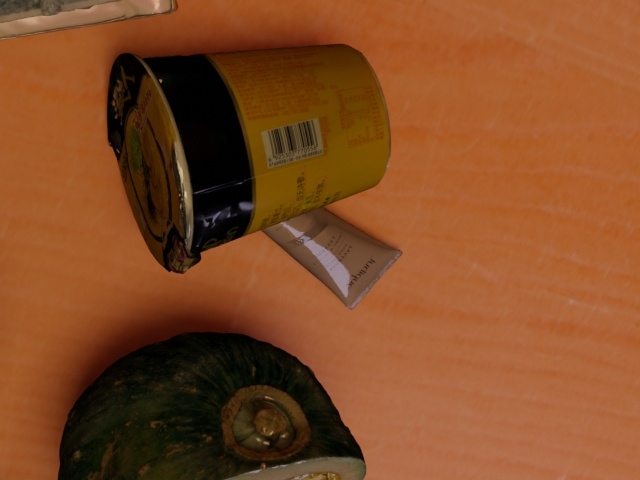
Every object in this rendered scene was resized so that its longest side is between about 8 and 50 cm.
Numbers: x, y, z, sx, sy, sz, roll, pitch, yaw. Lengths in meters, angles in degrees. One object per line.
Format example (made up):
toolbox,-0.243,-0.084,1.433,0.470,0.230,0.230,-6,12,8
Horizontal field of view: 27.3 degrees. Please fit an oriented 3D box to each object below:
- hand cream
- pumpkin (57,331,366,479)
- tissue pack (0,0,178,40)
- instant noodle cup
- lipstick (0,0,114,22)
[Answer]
hand cream,0.000,0.000,1.408,0.186,0.054,0.087,36,99,-32
pumpkin,-0.126,0.208,1.351,0.293,0.197,0.263,-6,147,-25
tissue pack,-0.235,-0.308,1.176,0.185,0.124,0.225,-12,113,-14
instant noodle cup,-0.066,-0.097,1.275,0.236,0.215,0.215,-14,113,-21
lipstick,-0.255,-0.223,1.093,0.289,0.076,0.077,-13,116,-8
